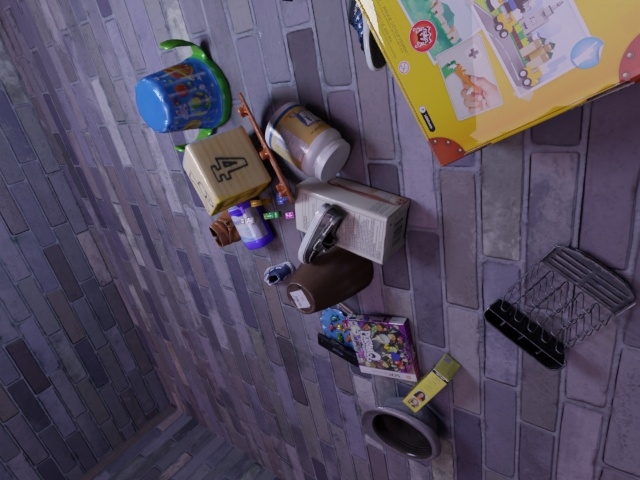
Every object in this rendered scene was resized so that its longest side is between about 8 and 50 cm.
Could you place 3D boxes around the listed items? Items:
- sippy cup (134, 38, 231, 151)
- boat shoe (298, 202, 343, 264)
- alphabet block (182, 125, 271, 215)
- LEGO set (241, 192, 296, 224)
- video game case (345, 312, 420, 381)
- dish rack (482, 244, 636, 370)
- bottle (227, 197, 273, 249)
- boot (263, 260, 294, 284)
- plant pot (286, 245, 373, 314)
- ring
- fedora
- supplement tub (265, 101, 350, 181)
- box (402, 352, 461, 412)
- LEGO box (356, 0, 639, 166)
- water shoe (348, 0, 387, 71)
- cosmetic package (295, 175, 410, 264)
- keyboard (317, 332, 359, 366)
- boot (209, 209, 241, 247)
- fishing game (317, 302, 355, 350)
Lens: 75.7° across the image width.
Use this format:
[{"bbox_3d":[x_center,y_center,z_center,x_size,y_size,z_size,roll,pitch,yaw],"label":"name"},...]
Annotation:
[{"bbox_3d":[-0.445,-0.447,1.306,0.240,0.224,0.305,-10,110,46],"label":"sippy cup"},{"bbox_3d":[0.000,0.000,1.113,0.070,0.078,0.219,39,137,17],"label":"boat shoe"},{"bbox_3d":[-0.301,-0.216,1.308,0.197,0.194,0.192,63,158,-2],"label":"alphabet block"},{"bbox_3d":[-0.170,-0.104,1.333,0.228,0.093,0.086,-8,96,21],"label":"LEGO set"},{"bbox_3d":[0.206,0.351,1.361,0.211,0.042,0.231,-1,115,34],"label":"video game case"},{"bbox_3d":[0.530,0.149,0.926,0.208,0.074,0.271,39,136,15],"label":"dish rack"},{"bbox_3d":[-0.271,-0.107,1.469,0.118,0.092,0.282,-9,109,46],"label":"bottle"},{"bbox_3d":[-0.182,0.136,1.553,0.069,0.086,0.190,55,138,-1],"label":"boot"},{"bbox_3d":[0.010,0.119,1.260,0.216,0.230,0.215,23,130,30],"label":"plant pot"},{"bbox_3d":[-0.160,-0.251,1.164,0.336,0.032,0.336,63,177,6],"label":"ring"},{"bbox_3d":[0.290,0.627,1.419,0.276,0.124,0.243,14,127,26],"label":"fedora"},{"bbox_3d":[-0.034,-0.263,1.113,0.200,0.144,0.144,39,136,16],"label":"supplement tub"},{"bbox_3d":[0.343,0.448,1.285,0.058,0.087,0.232,40,137,19],"label":"box"},{"bbox_3d":[0.281,-0.431,0.678,0.373,0.193,0.499,-21,101,47],"label":"LEGO box"},{"bbox_3d":[0.106,-0.482,0.913,0.080,0.073,0.202,26,131,58],"label":"water shoe"},{"bbox_3d":[0.082,-0.070,1.146,0.296,0.129,0.153,24,132,29],"label":"cosmetic package"},{"bbox_3d":[0.068,0.392,1.504,0.180,0.023,0.108,25,146,20],"label":"keyboard"},{"bbox_3d":[-0.353,-0.081,1.516,0.073,0.152,0.197,-29,95,48],"label":"boot"},{"bbox_3d":[0.069,0.330,1.490,0.189,0.041,0.264,41,138,15],"label":"fishing game"}]
